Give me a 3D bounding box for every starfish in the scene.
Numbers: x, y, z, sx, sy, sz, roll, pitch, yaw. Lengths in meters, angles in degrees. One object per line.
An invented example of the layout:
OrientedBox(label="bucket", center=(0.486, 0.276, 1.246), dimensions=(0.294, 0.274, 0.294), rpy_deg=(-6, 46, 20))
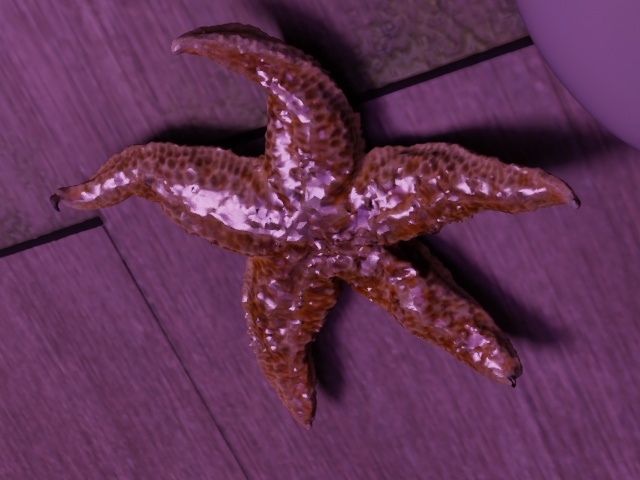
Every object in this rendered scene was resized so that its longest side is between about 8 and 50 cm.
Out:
OrientedBox(label="starfish", center=(0.000, 0.000, 0.769), dimensions=(0.277, 0.062, 0.236), rpy_deg=(-2, 119, 22))

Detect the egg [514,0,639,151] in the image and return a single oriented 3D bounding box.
OrientedBox(label="egg", center=(0.141, -0.117, 0.587), dimensions=(0.146, 0.146, 0.199), rpy_deg=(0, 125, 23))
